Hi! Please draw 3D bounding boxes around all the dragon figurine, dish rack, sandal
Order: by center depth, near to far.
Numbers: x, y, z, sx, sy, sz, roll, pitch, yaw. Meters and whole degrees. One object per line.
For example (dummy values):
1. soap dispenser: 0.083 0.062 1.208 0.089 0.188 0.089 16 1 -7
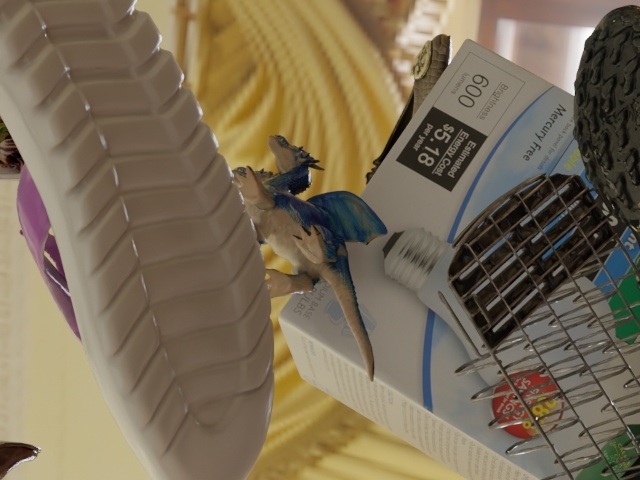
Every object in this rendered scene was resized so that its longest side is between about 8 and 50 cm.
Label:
1. sandal: -0.139 -0.030 1.052 0.169 0.102 0.416 -34 -71 -50
2. dish rack: 0.183 0.094 1.195 0.208 0.074 0.271 -37 -83 -45
3. dragon figurine: 0.000 0.000 1.532 0.144 0.289 0.085 -5 -50 -51

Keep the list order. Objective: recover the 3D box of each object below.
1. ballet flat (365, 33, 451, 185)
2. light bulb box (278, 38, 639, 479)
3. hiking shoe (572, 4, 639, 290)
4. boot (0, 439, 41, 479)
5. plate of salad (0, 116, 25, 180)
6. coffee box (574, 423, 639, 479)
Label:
1. ballet flat: 0.099 -0.132 1.906 0.084 0.058 0.250 -75 1 -45
2. light bulb box: 0.210 0.058 1.690 0.358 0.361 0.225 -56 -15 -13
3. hiking shoe: 0.308 -0.059 1.434 0.132 0.113 0.304 -26 -78 -41
4. boot: -0.290 0.232 1.474 0.106 0.037 0.114 14 -102 -55
5. plate of salad: -0.284 -0.102 1.544 0.200 0.200 0.048 -30 -49 -55
6. coffee box: 0.250 0.215 1.378 0.113 0.040 0.184 1 -41 -30
